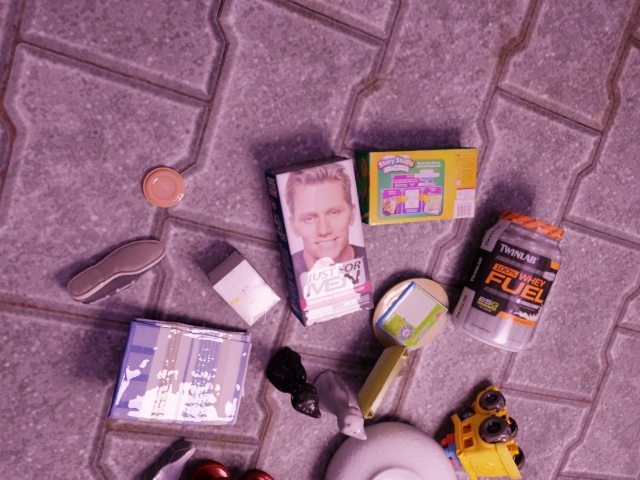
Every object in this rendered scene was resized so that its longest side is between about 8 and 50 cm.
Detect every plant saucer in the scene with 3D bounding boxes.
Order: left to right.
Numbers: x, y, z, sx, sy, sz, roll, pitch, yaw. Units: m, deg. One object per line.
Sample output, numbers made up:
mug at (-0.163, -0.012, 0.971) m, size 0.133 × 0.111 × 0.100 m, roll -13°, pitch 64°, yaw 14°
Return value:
plant saucer at (-0.323, -0.109, 1.115) m, size 0.084 × 0.013 × 0.083 m, roll -4°, pitch 104°, yaw -17°
plant saucer at (0.146, 0.334, 1.303) m, size 0.045 × 0.188 × 0.188 m, roll 29°, pitch 79°, yaw 18°

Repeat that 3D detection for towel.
towel at (-0.287, 0.283, 1.152) m, size 0.285 × 0.034 × 0.209 m, roll 16°, pitch 78°, yaw -33°

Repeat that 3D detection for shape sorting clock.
shape sorting clock at (0.226, 0.186, 1.354) m, size 0.207 × 0.040 × 0.206 m, roll -5°, pitch 109°, yaw -13°

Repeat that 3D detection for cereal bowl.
cereal bowl at (0.177, 0.620, 1.311) m, size 0.340 × 0.141 × 0.338 m, roll 0°, pitch 77°, yaw 0°

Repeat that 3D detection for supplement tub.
supplement tub at (0.464, 0.096, 1.332) m, size 0.194 × 0.193 × 0.315 m, roll 17°, pitch 96°, yaw -21°

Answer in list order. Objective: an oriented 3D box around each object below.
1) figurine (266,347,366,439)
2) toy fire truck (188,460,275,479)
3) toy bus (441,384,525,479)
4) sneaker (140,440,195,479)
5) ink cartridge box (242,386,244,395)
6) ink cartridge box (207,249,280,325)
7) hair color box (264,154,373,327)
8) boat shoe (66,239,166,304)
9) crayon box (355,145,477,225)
figurine at (-0.002, 0.359, 1.227) m, size 0.215 × 0.209 × 0.092 m, roll 33°, pitch 91°, yaw -23°
toy fire truck at (-0.199, 0.660, 1.217) m, size 0.302 × 0.169 × 0.253 m, roll 22°, pitch 76°, yaw -21°
toy bus at (0.414, 0.520, 1.439) m, size 0.212 × 0.220 × 0.149 m, roll -21°, pitch 117°, yaw 22°
sneaker at (-0.341, 0.521, 1.242) m, size 0.152 × 0.053 × 0.061 m, roll -42°, pitch 121°, yaw 1°
ink cartridge box at (-0.220, 0.338, 1.247) m, size 0.084 × 0.028 × 0.048 m, roll -4°, pitch 103°, yaw -18°
ink cartridge box at (-0.162, 0.108, 1.179) m, size 0.090 × 0.092 × 0.143 m, roll -42°, pitch 113°, yaw -6°
hair color box at (0.000, 0.000, 1.201) m, size 0.174 × 0.105 × 0.346 m, roll -15°, pitch 106°, yaw -15°
boat shoe at (-0.411, 0.066, 1.114) m, size 0.206 × 0.075 × 0.065 m, roll -29°, pitch 153°, yaw -16°
crayon box at (0.223, -0.131, 1.257) m, size 0.279 × 0.081 × 0.165 m, roll -5°, pitch 104°, yaw -17°
